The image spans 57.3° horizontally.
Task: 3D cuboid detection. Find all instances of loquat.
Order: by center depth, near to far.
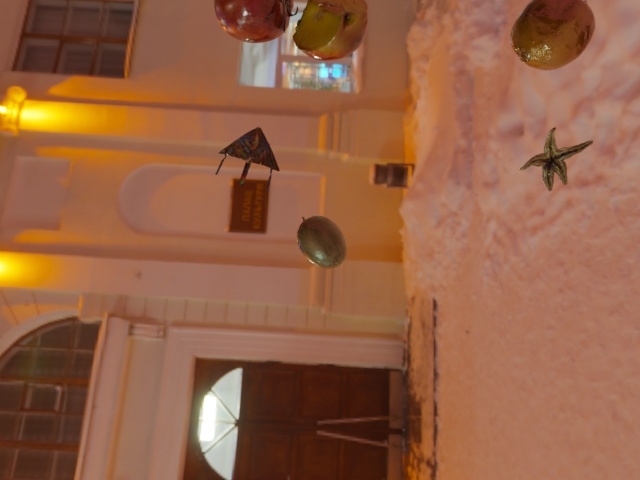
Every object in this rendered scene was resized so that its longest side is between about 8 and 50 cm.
[{"bbox_3d":[0.595,-0.536,1.501,0.234,0.187,0.176,-45,-9,-13],"label":"loquat"}]

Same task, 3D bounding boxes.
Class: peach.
[{"bbox_3d":[0.023,-0.400,1.117,0.118,0.151,0.151,72,-163,-54],"label":"peach"}]

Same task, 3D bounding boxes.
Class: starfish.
[{"bbox_3d":[0.658,-0.230,1.638,0.223,0.216,0.050,64,-168,-45],"label":"starfish"}]

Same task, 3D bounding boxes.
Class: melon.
[{"bbox_3d":[0.000,0.000,1.807,0.192,0.139,0.139,52,171,10],"label":"melon"}]

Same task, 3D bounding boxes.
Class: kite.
[{"bbox_3d":[-0.179,-0.216,1.502,0.010,0.182,0.160,5,-77,-72],"label":"kite"}]

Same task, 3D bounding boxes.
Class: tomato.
[{"bbox_3d":[-0.127,-0.454,1.112,0.167,0.167,0.167,-177,90,-89],"label":"tomato"}]
